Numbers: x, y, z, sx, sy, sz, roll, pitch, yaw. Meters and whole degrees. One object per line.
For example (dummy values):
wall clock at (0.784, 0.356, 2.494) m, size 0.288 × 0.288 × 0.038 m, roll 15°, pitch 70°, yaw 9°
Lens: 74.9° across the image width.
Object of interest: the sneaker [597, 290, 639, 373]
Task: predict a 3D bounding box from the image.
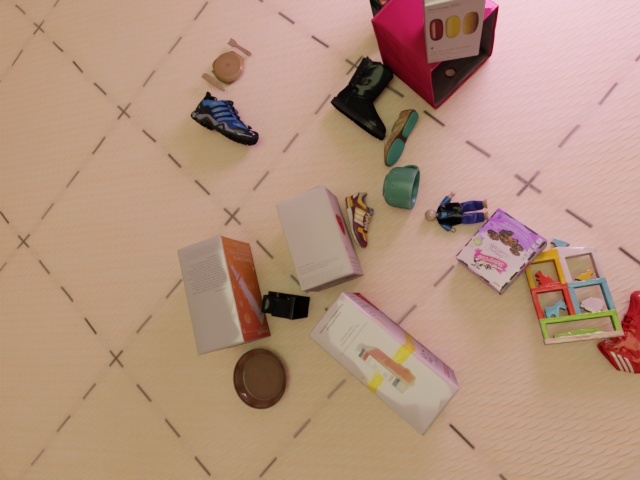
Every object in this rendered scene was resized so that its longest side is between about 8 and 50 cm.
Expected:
sneaker at (0.823, 0.248, 1.125) m, size 0.127 × 0.087 × 0.222 m, roll -3°, pitch 81°, yaw 15°

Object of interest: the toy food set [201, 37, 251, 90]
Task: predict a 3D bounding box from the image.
toy food set at (-0.358, -0.674, 1.624) m, size 0.132 × 0.038 × 0.192 m, roll 37°, pitch 88°, yaw 10°

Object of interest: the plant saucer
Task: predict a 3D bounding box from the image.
plant saucer at (-0.201, 0.467, 1.421) m, size 0.198 × 0.036 × 0.199 m, roll -2°, pitch 83°, yaw 16°

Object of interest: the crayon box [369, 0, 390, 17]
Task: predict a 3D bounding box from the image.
crayon box at (0.308, -0.839, 1.360) m, size 0.318 × 0.202 × 0.081 m, roll -43°, pitch 74°, yaw 8°

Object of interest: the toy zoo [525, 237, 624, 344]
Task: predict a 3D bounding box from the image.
toy zoo at (0.697, 0.134, 1.179) m, size 0.192 × 0.030 × 0.294 m, roll -13°, pitch 68°, yaw 19°

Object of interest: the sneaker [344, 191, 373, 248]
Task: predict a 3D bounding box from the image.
sneaker at (0.139, -0.069, 1.375) m, size 0.083 × 0.069 × 0.186 m, roll -18°, pitch 79°, yaw 19°

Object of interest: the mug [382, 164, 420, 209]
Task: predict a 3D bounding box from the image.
mug at (0.258, -0.172, 1.335) m, size 0.097 × 0.157 × 0.130 m, roll 11°, pitch 110°, yaw 20°

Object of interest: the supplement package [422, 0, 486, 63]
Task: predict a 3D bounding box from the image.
supplement package at (0.323, -0.570, 1.027) m, size 0.138 × 0.244 × 0.134 m, roll -4°, pitch 82°, yaw 17°

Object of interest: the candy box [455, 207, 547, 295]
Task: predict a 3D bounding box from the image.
candy box at (0.529, 0.033, 1.231) m, size 0.196 × 0.070 × 0.165 m, roll -49°, pitch 60°, yaw 5°

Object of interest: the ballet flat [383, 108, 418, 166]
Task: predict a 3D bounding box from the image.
ballet flat at (0.254, -0.342, 1.390) m, size 0.067 × 0.073 × 0.206 m, roll 29°, pitch 88°, yaw 45°

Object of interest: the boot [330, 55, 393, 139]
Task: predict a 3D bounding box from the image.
boot at (0.178, -0.484, 1.405) m, size 0.246 × 0.094 × 0.207 m, roll 44°, pitch 100°, yaw 23°

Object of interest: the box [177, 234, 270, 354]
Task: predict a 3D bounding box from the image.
box at (-0.318, 0.181, 1.399) m, size 0.168 × 0.215 × 0.346 m, roll -18°, pitch 79°, yaw 13°

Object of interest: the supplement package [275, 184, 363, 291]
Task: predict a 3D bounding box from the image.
supplement package at (0.000, 0.000, 1.350) m, size 0.175 × 0.177 × 0.293 m, roll -21°, pitch 78°, yaw 13°

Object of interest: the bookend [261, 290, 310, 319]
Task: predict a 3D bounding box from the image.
bookend at (-0.133, 0.211, 1.372) m, size 0.157 × 0.156 × 0.073 m, roll 6°, pitch 85°, yaw 18°

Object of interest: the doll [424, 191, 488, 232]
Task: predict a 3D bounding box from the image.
doll at (0.422, -0.090, 1.307) m, size 0.188 × 0.046 × 0.129 m, roll -6°, pitch 90°, yaw 22°

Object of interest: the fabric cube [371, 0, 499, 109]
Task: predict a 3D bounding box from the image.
fabric cube at (0.350, -0.621, 1.291) m, size 0.254 × 0.259 × 0.258 m, roll -44°, pitch 71°, yaw 7°

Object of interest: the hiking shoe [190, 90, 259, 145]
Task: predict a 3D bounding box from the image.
hiking shoe at (-0.345, -0.456, 1.546) m, size 0.303 × 0.113 × 0.132 m, roll 28°, pitch 92°, yaw 18°

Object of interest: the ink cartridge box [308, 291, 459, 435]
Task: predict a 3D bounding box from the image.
ink cartridge box at (0.189, 0.328, 1.200) m, size 0.384 × 0.279 × 0.160 m, roll 39°, pitch 93°, yaw 17°
